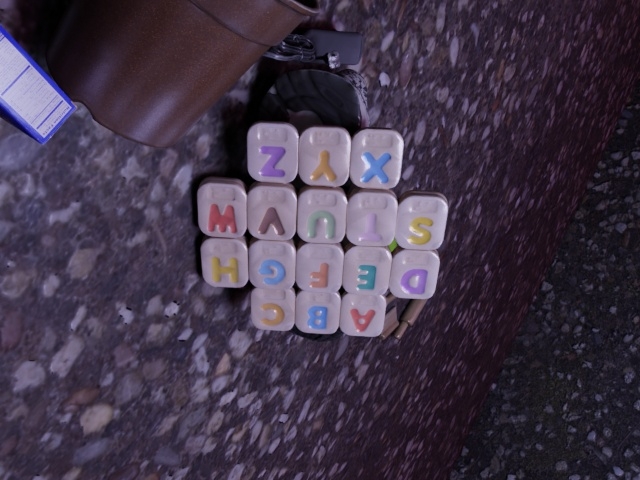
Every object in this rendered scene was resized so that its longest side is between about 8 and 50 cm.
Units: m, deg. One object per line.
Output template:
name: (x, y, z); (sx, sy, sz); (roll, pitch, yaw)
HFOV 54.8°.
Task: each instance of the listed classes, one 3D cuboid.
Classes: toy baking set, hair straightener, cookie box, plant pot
toy baking set: (0.190, 0.087, 1.268); (0.256, 0.030, 0.197); (-53, 147, -20)
hair straightener: (-0.019, -0.221, 0.685); (0.230, 0.089, 0.047); (-12, 117, -52)
cookie box: (-0.234, -0.125, 0.422); (0.040, 0.091, 0.107); (-52, 147, -14)
plant pot: (-0.116, -0.172, 0.477); (0.165, 0.167, 0.167); (-44, 156, 22)

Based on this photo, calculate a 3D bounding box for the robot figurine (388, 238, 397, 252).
robot figurine: (0.094, -0.001, 1.027); (0.101, 0.067, 0.115); (-38, 139, -34)

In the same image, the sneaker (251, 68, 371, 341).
sneaker: (0.017, -0.042, 0.829); (0.182, 0.157, 0.411); (-48, 152, -52)

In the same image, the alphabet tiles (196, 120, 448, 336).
alphabet tiles: (0.000, 0.000, 0.719); (0.021, 0.283, 0.278); (-86, 180, -59)
